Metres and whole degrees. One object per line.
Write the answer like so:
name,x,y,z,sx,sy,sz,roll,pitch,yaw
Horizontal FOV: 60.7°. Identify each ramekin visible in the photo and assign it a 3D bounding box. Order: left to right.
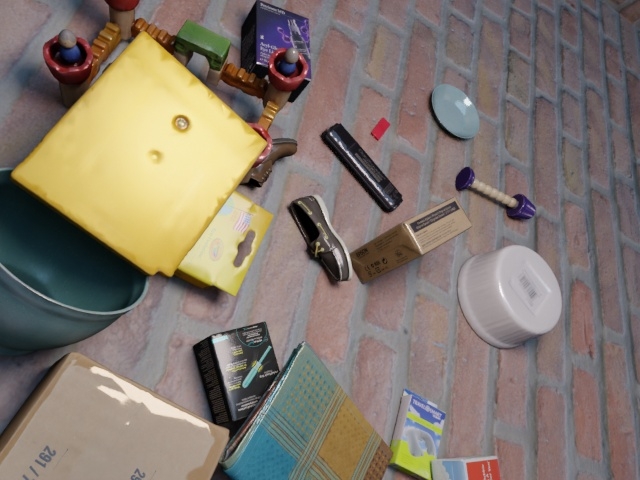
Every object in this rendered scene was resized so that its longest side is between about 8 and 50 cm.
ramekin,0.524,0.146,1.493,0.277,0.135,0.277,13,63,-27

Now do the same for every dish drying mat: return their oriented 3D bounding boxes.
dish drying mat,0.171,-0.318,1.560,0.032,0.008,0.083,42,53,-10

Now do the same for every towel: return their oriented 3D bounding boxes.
towel,-0.007,0.413,1.041,0.370,0.040,0.271,55,52,-26

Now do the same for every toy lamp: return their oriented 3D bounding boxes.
toy lamp,0.538,-0.135,1.663,0.275,0.080,0.080,22,60,-19

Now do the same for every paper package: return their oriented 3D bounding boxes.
paper package,-0.353,0.381,0.837,0.310,0.168,0.324,33,57,-13

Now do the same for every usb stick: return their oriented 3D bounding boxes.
usb stick,0.113,-0.194,1.448,0.278,0.045,0.077,48,46,-4

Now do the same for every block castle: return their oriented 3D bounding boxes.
block castle,-0.281,-0.337,1.111,0.453,0.213,0.302,25,64,-8

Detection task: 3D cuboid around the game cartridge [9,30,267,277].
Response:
game cartridge,-0.283,-0.136,0.916,0.285,0.053,0.323,41,69,-22

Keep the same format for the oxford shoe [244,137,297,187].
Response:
oxford shoe,-0.142,-0.170,1.264,0.227,0.083,0.096,-27,87,-24

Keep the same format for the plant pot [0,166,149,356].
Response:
plant pot,-0.454,0.057,0.863,0.293,0.196,0.293,43,17,-17

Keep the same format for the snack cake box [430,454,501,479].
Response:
snack cake box,0.327,0.606,1.175,0.152,0.089,0.264,16,63,-41

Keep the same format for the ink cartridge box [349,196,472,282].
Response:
ink cartridge box,0.208,0.001,1.300,0.193,0.235,0.088,-26,85,-37

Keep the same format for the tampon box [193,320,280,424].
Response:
tampon box,-0.155,0.255,1.052,0.121,0.101,0.160,-9,75,-35

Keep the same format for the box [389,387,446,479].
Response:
box,0.220,0.436,1.239,0.109,0.042,0.178,31,57,-17

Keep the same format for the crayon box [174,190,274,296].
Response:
crayon box,-0.277,-0.039,1.096,0.319,0.081,0.202,31,69,-16

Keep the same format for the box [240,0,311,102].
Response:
box,-0.115,-0.480,1.394,0.153,0.108,0.207,8,66,-28

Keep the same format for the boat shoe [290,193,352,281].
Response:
boat shoe,0.000,0.000,1.276,0.069,0.081,0.227,-15,71,-32

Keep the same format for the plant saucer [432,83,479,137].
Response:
plant saucer,0.418,-0.400,1.728,0.195,0.037,0.194,12,64,-27
